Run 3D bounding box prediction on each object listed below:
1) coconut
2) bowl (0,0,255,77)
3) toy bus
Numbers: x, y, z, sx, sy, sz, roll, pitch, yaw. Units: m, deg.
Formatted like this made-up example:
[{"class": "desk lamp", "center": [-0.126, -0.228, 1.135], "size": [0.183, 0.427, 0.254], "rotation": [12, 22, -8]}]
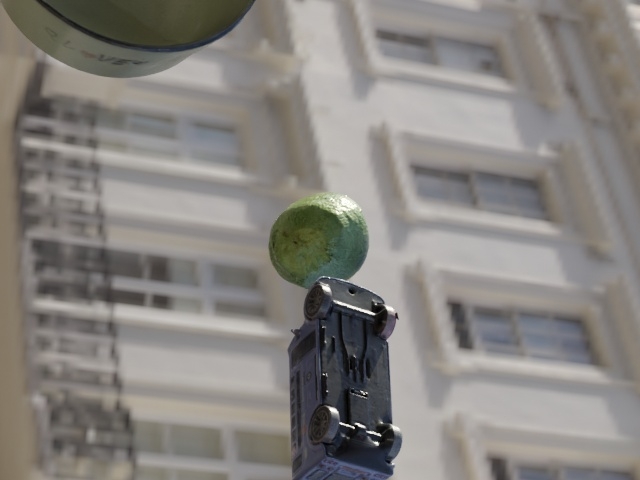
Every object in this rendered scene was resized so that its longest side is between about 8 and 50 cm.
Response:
[{"class": "coconut", "center": [0.000, 0.000, 1.604], "size": [0.096, 0.087, 0.088], "rotation": [-22, 132, -62]}, {"class": "bowl", "center": [-0.174, -0.231, 1.542], "size": [0.126, 0.237, 0.238], "rotation": [132, -39, -55]}, {"class": "toy bus", "center": [0.013, 0.114, 1.467], "size": [0.076, 0.073, 0.167], "rotation": [-43, -142, 43]}]
